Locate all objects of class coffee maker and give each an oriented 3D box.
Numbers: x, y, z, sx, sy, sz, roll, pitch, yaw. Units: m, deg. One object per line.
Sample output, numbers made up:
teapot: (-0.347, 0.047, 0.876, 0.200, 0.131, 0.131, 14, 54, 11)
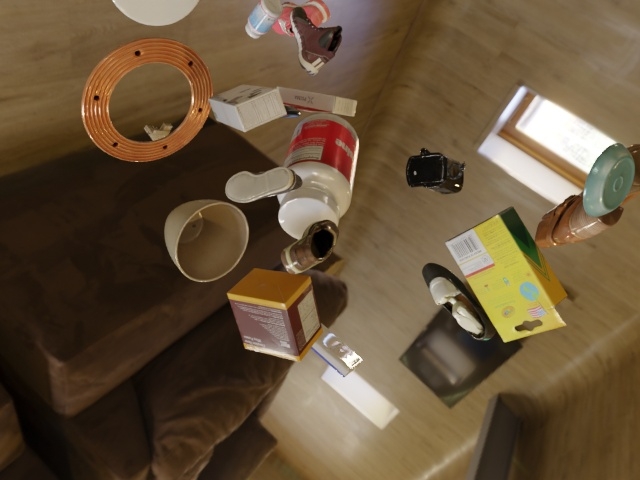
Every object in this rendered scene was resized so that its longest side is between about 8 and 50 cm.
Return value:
coffee maker: (0.365, -0.192, 1.442, 0.178, 0.171, 0.120, 1, 112, -55)

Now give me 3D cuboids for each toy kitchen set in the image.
toy kitchen set: (-0.595, -0.405, 1.732, 0.083, 0.075, 0.068, -44, 169, 26)

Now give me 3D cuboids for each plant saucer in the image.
plant saucer: (0.454, -0.091, 0.751, 0.120, 0.021, 0.119, -14, 117, -29)

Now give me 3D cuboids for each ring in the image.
ring: (-0.424, -0.345, 1.205, 0.337, 0.032, 0.336, -33, 151, -22)

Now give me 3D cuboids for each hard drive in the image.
hard drive: (-0.001, 0.351, 1.727, 0.040, 0.319, 0.210, -54, 163, 8)

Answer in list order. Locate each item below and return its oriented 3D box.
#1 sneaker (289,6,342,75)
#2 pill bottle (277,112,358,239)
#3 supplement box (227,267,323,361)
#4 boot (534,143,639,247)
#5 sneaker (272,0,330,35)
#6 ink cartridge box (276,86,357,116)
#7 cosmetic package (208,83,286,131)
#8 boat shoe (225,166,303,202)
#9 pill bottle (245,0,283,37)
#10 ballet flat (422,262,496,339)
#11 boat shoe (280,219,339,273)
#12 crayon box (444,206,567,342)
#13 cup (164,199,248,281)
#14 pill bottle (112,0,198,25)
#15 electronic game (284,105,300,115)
sneaker: (-0.002, -0.709, 1.643, 0.163, 0.281, 0.106, -24, 159, 29)
pill bottle: (-0.008, -0.199, 1.507, 0.229, 0.229, 0.407, 114, -10, -46)
supplement box: (-0.120, 0.199, 1.315, 0.129, 0.192, 0.194, -45, 132, -47)
boot: (0.649, -0.094, 1.148, 0.283, 0.109, 0.220, -51, 180, -20)
sneaker: (-0.113, -0.876, 1.927, 0.136, 0.314, 0.116, -53, 129, -22)
ink cartridge box: (-0.059, -0.519, 1.783, 0.261, 0.297, 0.066, -12, 117, -51)
cosmetic package: (-0.166, -0.295, 1.052, 0.099, 0.239, 0.060, -26, 117, -16)
boat shoe: (-0.133, -0.125, 1.124, 0.065, 0.206, 0.075, 8, 79, -55)
pill bottle: (-0.211, -0.817, 1.770, 0.087, 0.087, 0.160, -42, -169, -36)
ballet flat: (0.395, 0.176, 1.402, 0.096, 0.280, 0.095, -20, 151, -54)
boat shoe: (0.004, 0.007, 1.193, 0.095, 0.095, 0.257, -25, -168, 30)
crayon box: (0.497, 0.095, 1.281, 0.081, 0.318, 0.202, -23, 171, -37)
cup: (-0.492, -0.029, 1.946, 0.331, 0.237, 0.330, -24, 126, -38)
pill bottle: (-0.397, -0.628, 0.988, 0.224, 0.392, 0.224, -25, 150, -16)
electronic game: (-0.179, -0.412, 1.570, 0.229, 0.230, 0.048, -25, 117, -63)
